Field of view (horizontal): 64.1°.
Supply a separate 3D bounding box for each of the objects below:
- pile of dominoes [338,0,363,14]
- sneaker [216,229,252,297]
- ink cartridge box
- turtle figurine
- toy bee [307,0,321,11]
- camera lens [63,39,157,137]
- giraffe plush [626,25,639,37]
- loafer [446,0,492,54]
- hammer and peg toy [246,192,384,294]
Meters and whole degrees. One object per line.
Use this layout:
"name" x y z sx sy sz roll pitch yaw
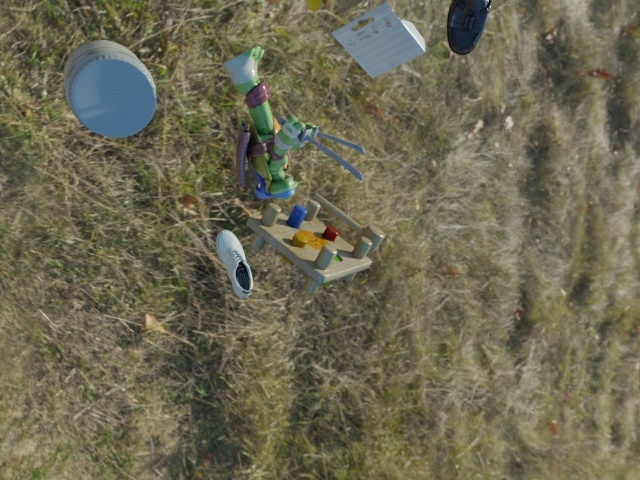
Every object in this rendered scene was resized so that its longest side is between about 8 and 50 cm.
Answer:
"pile of dominoes" 0.163 -0.914 1.795 0.040 0.251 0.196 16 75 -39
"sneaker" -0.299 0.077 1.849 0.094 0.091 0.258 -21 86 -29
"ink cartridge box" 0.172 -0.593 1.497 0.232 0.189 0.066 33 50 -45
"turtle figurine" -0.049 -0.222 0.930 0.198 0.274 0.266 -46 116 -49
"toy bee" -0.018 -0.654 1.263 0.298 0.162 0.195 14 70 -52
"camera lens" -0.562 -0.406 1.365 0.219 0.274 0.219 -12 121 -22
"giraffe plush" 0.566 -0.394 0.740 0.170 0.181 0.210 -34 125 -13
"loafer" 0.411 -0.656 1.359 0.095 0.109 0.302 -38 144 -79
"hammer and peg toy" 0.000 0.000 1.337 0.361 0.266 0.127 -12 135 -58
